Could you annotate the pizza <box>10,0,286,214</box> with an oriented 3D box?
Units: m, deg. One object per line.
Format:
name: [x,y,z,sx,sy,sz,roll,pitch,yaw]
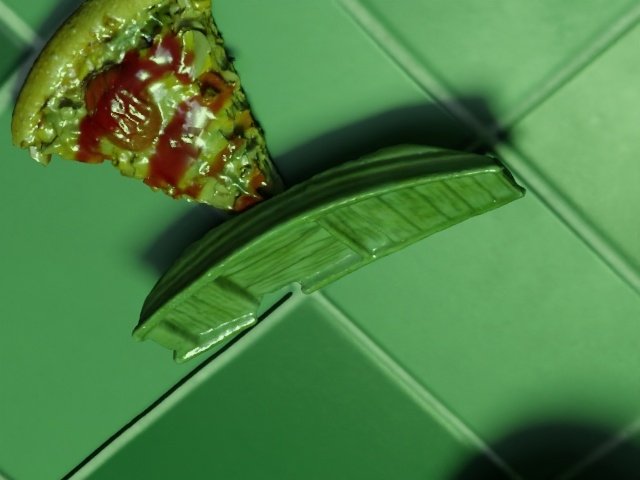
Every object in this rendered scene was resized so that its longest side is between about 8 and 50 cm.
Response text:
pizza: [-0.101,-0.079,1.115,0.199,0.062,0.188,37,119,-13]

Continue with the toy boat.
toy boat: [0.000,0.000,1.128,0.293,0.055,0.093,-26,147,21]
